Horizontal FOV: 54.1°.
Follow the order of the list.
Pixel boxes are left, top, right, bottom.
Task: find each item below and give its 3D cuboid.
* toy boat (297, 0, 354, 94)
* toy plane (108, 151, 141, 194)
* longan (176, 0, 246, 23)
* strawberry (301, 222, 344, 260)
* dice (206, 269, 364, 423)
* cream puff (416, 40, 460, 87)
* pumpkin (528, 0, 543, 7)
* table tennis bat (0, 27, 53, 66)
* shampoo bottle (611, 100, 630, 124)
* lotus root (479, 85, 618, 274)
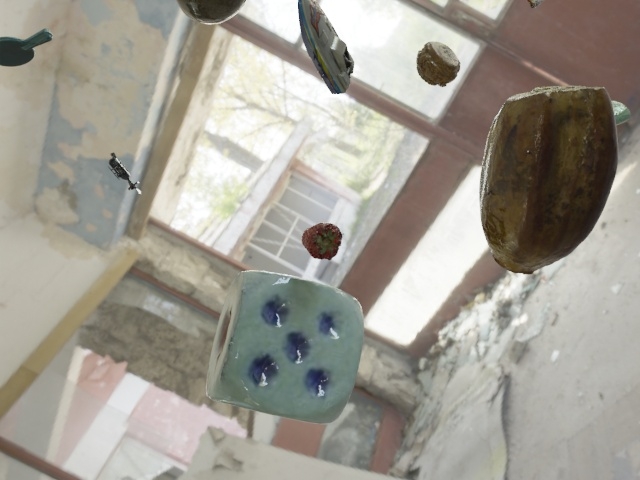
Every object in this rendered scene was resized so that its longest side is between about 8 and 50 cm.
[{"bbox_3d":[0.010,-0.540,1.698,0.295,0.088,0.129,54,-138,-44],"label":"toy boat"},{"bbox_3d":[-0.569,-0.191,1.820,0.037,0.145,0.060,-37,13,-2],"label":"toy plane"},{"bbox_3d":[-0.328,-0.773,1.889,0.246,0.215,0.246,-50,-6,-7],"label":"longan"},{"bbox_3d":[0.000,0.000,1.144,0.083,0.073,0.073,7,67,61],"label":"strawberry"},{"bbox_3d":[-0.076,0.220,1.285,0.268,0.262,0.265,149,136,-69],"label":"dice"},{"bbox_3d":[0.372,-0.560,2.012,0.165,0.150,0.115,-23,-18,-48],"label":"cream puff"},{"bbox_3d":[0.378,-0.513,1.090,0.111,0.278,0.163,-34,35,21],"label":"pumpkin"},{"bbox_3d":[-0.817,-0.526,1.708,0.124,0.201,0.033,30,-137,-69],"label":"table tennis bat"},{"bbox_3d":[0.493,-0.217,1.198,0.069,0.190,0.041,50,159,51],"label":"shampoo bottle"},{"bbox_3d":[0.329,-0.093,0.939,0.193,0.193,0.291,-67,-18,-66],"label":"lotus root"}]
